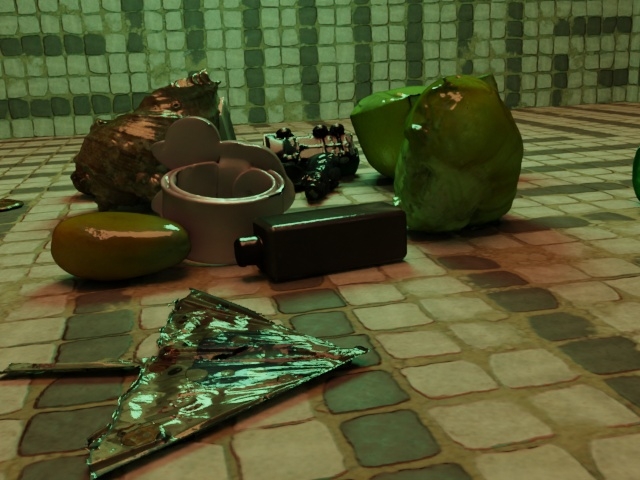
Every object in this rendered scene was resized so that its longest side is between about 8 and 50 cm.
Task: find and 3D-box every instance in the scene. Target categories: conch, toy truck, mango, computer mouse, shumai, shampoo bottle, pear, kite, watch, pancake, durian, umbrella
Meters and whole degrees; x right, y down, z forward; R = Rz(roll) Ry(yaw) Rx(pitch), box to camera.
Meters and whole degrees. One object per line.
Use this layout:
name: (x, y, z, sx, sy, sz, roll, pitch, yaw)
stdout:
conch: (-0.314, -0.174, 1.444, 0.352, 0.210, 0.297, -32, -8, 6)
toy truck: (-0.021, -0.204, 1.699, 0.242, 0.101, 0.125, -5, -28, -13)
mango: (-0.278, 0.006, 0.987, 0.195, 0.092, 0.130, 0, 17, 9)
computer mouse: (-0.094, -0.139, 1.565, 0.106, 0.062, 0.192, 2, -2, 27)
shumai: (-0.476, -0.197, 1.622, 0.166, 0.175, 0.206, 5, 13, 25)
shampoo bottle: (0.000, 0.000, 0.993, 0.246, 0.079, 0.080, -9, 16, -22)
pear: (0.218, -0.241, 1.617, 0.342, 0.238, 0.318, -22, 12, -39)
kite: (-0.134, 0.120, 0.696, 0.368, 0.014, 0.406, -3, 16, 1)
watch: (-0.172, -0.069, 1.101, 0.248, 0.211, 0.217, 8, 24, 4)
pancake: (-0.703, -0.075, 1.517, 0.115, 0.011, 0.115, -4, 16, 1)
durian: (0.230, -0.136, 1.165, 0.204, 0.339, 0.256, 25, 49, 19)
umbrella: (0.003, -0.133, 1.522, 0.080, 0.071, 0.224, -14, 19, 12)

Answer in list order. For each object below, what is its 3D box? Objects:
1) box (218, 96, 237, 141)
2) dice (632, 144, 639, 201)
box: (-0.279, -0.236, 1.666, 0.149, 0.233, 0.067, -3, 56, 5)
dice: (0.660, -0.127, 1.276, 0.120, 0.128, 0.131, -9, 15, -30)
